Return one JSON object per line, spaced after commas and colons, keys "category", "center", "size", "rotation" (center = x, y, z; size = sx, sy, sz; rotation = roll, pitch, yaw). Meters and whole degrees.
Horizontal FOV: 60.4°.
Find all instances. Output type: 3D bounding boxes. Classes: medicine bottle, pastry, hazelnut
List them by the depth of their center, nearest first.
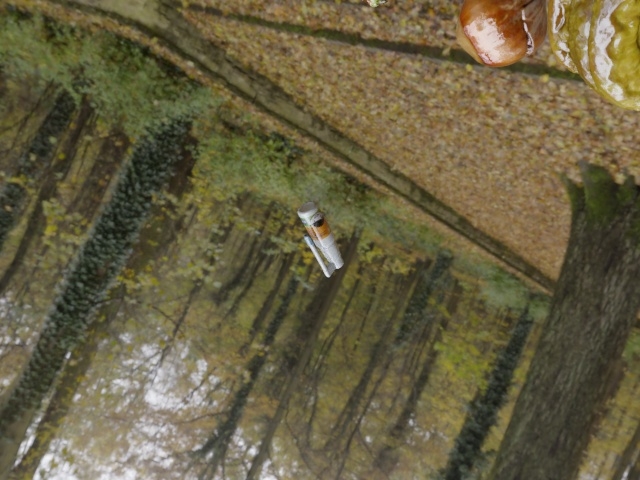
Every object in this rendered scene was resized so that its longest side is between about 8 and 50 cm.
{"category": "pastry", "center": [0.407, -0.278, 0.653], "size": [0.240, 0.235, 0.132], "rotation": [50, -164, -40]}
{"category": "hazelnut", "center": [0.370, -0.451, 1.131], "size": [0.182, 0.182, 0.182], "rotation": [23, 180, 0]}
{"category": "medicine bottle", "center": [0.000, 0.000, 1.550], "size": [0.061, 0.092, 0.220], "rotation": [5, 136, 42]}

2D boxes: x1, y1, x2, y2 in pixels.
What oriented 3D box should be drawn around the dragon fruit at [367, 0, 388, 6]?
{"category": "dragon fruit", "center": [0.132, -0.555, 1.067], "size": [0.167, 0.160, 0.172], "rotation": [7, 151, -36]}
